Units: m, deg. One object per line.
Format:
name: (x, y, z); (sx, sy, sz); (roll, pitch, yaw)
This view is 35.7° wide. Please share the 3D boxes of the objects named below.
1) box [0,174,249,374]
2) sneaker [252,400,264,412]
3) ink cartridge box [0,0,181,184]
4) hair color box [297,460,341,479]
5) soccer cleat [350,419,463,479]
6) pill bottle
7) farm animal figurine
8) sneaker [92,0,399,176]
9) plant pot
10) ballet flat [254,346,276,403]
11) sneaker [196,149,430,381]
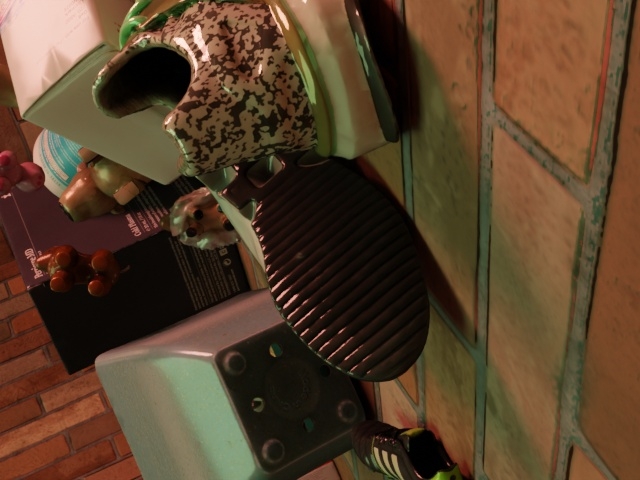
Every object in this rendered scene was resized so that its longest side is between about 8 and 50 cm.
box: (-0.333, 0.004, 1.629); (0.343, 0.312, 0.179); (47, 157, 54)
sneaker: (-0.073, 0.321, 1.636); (0.118, 0.110, 0.292); (52, 170, 22)
ink cartridge box: (-0.210, -0.217, 0.983); (0.201, 0.117, 0.278); (26, -145, -53)
hair color box: (0.006, 0.427, 1.508); (0.167, 0.093, 0.053); (67, 167, 0)
soccer cleat: (0.084, 0.204, 0.954); (0.179, 0.060, 0.072); (29, 131, 58)
pill bottle: (-0.312, -0.169, 1.477); (0.264, 0.146, 0.146); (-35, 77, 44)
farm animal figurine: (-0.283, -0.107, 1.276); (0.172, 0.327, 0.330); (-130, 19, -83)
sneaker: (-0.104, -0.169, 0.775); (0.410, 0.182, 0.158); (48, 157, 53)
plant pot: (-0.083, 0.191, 1.195); (0.252, 0.247, 0.248); (-27, 86, 59)
ballet flat: (-0.117, 0.182, 1.525); (0.348, 0.123, 0.123); (34, 145, 65)
sneaker: (0.000, 0.000, 0.852); (0.330, 0.122, 0.146); (55, 180, 36)
